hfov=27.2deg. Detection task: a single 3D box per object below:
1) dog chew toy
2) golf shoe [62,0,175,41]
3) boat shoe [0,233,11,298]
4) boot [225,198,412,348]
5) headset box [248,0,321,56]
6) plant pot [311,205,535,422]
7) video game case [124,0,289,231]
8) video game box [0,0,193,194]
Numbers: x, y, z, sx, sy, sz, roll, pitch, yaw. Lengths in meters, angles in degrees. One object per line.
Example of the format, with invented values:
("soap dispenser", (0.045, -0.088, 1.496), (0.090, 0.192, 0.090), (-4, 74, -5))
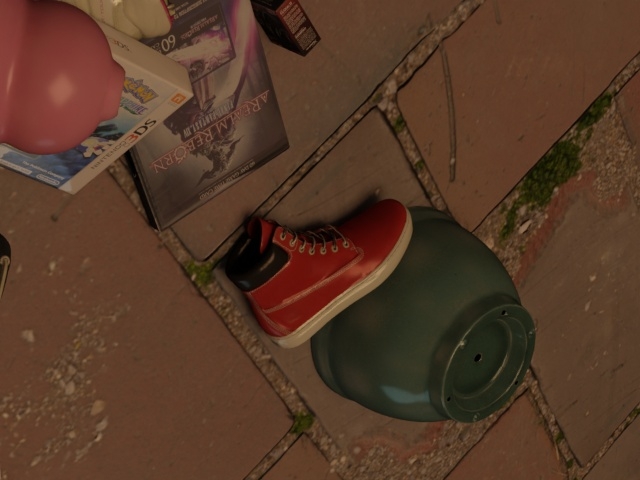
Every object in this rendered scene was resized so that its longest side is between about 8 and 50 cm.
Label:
("dog chew toy", (-0.328, -0.155, 1.092), (0.332, 0.206, 0.206), (12, 107, -11))
("golf shoe", (-0.254, -0.289, 1.223), (0.140, 0.115, 0.306), (-30, 126, -2))
("boat shoe", (-0.386, 0.127, 1.317), (0.091, 0.114, 0.302), (18, 95, -51))
("boot", (0.000, 0.000, 1.639), (0.244, 0.088, 0.176), (-42, 133, -13))
("headset box", (-0.044, -0.250, 1.471), (0.032, 0.062, 0.083), (-49, 137, -12))
("plant pot", (0.161, 0.126, 1.774), (0.293, 0.196, 0.293), (-22, 126, -33))
("video game case", (-0.142, -0.166, 1.456), (0.196, 0.026, 0.274), (-35, 131, -23))
("video game box", (-0.258, -0.138, 1.283), (0.187, 0.048, 0.205), (-38, 143, 24))
